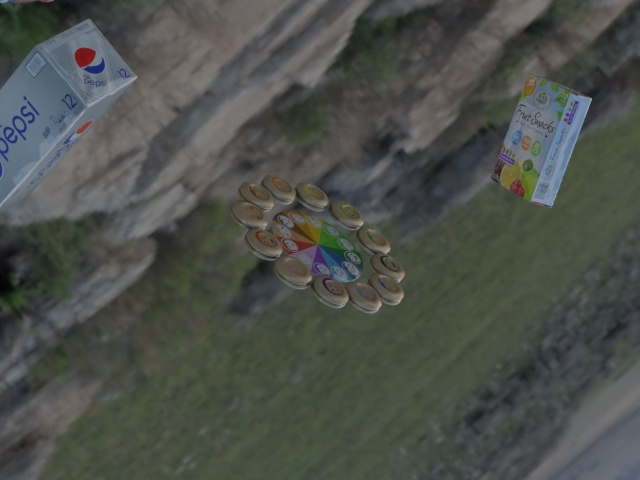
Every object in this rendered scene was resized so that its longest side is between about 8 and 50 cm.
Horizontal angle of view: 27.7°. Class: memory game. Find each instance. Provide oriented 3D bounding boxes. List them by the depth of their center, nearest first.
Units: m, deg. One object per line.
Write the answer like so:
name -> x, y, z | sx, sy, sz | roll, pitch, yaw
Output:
memory game -> 0.000, 0.000, 1.221 | 0.186, 0.186, 0.012 | -16, 145, -53

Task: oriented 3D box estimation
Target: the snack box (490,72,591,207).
snack box -> 0.267, -0.123, 1.588 | 0.037, 0.100, 0.141 | 12, 105, -28

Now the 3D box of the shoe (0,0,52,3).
shoe -> -0.352, -0.338, 1.429 | 0.063, 0.178, 0.081 | -33, 170, 30

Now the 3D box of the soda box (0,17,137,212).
soda box -> -0.339, -0.135, 1.533 | 0.286, 0.091, 0.098 | -38, -177, 42
